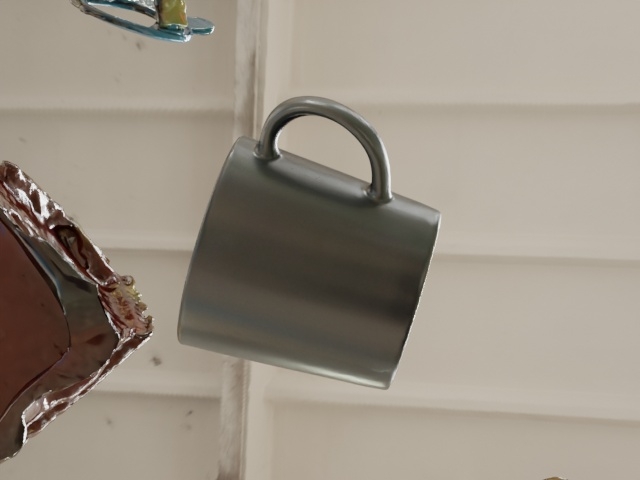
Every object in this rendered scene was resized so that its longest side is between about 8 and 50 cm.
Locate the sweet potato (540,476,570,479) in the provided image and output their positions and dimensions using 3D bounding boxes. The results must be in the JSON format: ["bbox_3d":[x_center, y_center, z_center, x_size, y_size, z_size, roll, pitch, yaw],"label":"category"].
[{"bbox_3d":[0.095,0.250,0.850,0.067,0.281,0.059,26,-136,0],"label":"sweet potato"}]

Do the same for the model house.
[{"bbox_3d":[-0.223,0.061,0.793,0.196,0.254,0.160,-42,-90,-2],"label":"model house"}]

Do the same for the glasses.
[{"bbox_3d":[-0.182,-0.257,0.948,0.102,0.207,0.239,-31,-134,-23],"label":"glasses"}]

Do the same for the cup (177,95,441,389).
[{"bbox_3d":[0.000,0.000,0.438,0.077,0.078,0.100,16,-65,2],"label":"cup"}]
